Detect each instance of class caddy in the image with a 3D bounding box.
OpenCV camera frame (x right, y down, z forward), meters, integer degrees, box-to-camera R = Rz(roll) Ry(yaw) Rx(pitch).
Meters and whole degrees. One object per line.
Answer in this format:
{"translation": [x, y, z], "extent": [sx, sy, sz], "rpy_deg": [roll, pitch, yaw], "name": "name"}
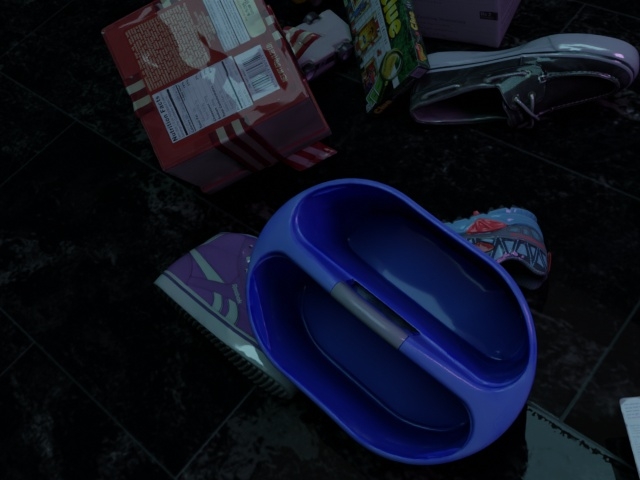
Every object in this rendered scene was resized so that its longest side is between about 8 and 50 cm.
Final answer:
{"translation": [0.075, 0.085, 0.762], "extent": [0.341, 0.179, 0.241], "rpy_deg": [38, 97, 21], "name": "caddy"}

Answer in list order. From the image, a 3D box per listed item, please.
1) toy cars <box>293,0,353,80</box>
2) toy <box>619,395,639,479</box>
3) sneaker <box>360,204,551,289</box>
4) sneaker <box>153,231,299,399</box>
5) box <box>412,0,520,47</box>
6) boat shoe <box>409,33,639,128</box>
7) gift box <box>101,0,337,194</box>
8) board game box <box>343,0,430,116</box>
{"translation": [-0.021, -0.409, 1.249], "extent": [0.176, 0.087, 0.393], "rpy_deg": [10, 59, -9], "name": "toy cars"}
{"translation": [0.394, 0.274, 0.681], "extent": [0.137, 0.056, 0.237], "rpy_deg": [-7, 59, 6], "name": "toy"}
{"translation": [0.167, 0.041, 0.876], "extent": [0.262, 0.104, 0.125], "rpy_deg": [-17, 55, 4], "name": "sneaker"}
{"translation": [-0.090, 0.079, 0.923], "extent": [0.161, 0.102, 0.282], "rpy_deg": [-41, 56, -18], "name": "sneaker"}
{"translation": [0.249, -0.446, 1.182], "extent": [0.181, 0.119, 0.182], "rpy_deg": [16, 62, 25], "name": "box"}
{"translation": [0.295, -0.220, 1.029], "extent": [0.335, 0.121, 0.119], "rpy_deg": [-1, 63, 28], "name": "boat shoe"}
{"translation": [-0.116, -0.222, 1.009], "extent": [0.276, 0.258, 0.255], "rpy_deg": [-21, 85, 5], "name": "gift box"}
{"translation": [0.103, -0.348, 1.125], "extent": [0.136, 0.030, 0.259], "rpy_deg": [-37, 54, 45], "name": "board game box"}
